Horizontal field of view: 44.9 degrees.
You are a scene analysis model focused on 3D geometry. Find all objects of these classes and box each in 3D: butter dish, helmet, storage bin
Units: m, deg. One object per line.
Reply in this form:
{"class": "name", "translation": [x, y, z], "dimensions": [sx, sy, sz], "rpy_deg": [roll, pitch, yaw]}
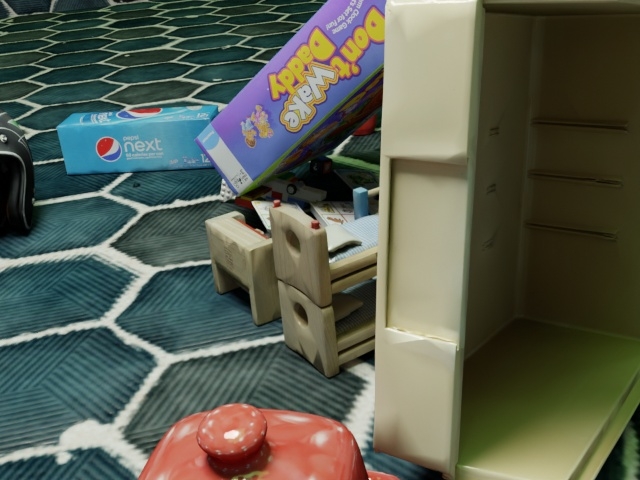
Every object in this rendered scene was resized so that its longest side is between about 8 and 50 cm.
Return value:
{"class": "butter dish", "translation": [-0.038, 0.138, 0.397], "dimensions": [0.160, 0.118, 0.160], "rpy_deg": [0, 25, 10]}
{"class": "helmet", "translation": [-0.404, -0.084, 0.869], "dimensions": [0.169, 0.162, 0.169], "rpy_deg": [-4, 26, 2]}
{"class": "storage bin", "translation": [0.140, -0.020, 0.476], "dimensions": [0.123, 0.263, 0.260], "rpy_deg": [10, 18, 31]}

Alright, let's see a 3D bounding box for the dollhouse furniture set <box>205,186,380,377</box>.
{"class": "dollhouse furniture set", "translation": [0.000, 0.000, 0.663], "dimensions": [0.129, 0.129, 0.183], "rpy_deg": [-20, 30, -29]}

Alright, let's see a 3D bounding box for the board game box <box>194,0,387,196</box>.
{"class": "board game box", "translation": [0.056, -0.198, 0.798], "dimensions": [0.347, 0.078, 0.233], "rpy_deg": [-38, -2, 35]}

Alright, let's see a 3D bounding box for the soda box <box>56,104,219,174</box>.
{"class": "soda box", "translation": [-0.243, -0.138, 1.060], "dimensions": [0.209, 0.071, 0.067], "rpy_deg": [-3, 26, 4]}

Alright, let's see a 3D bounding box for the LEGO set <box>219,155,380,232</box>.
{"class": "LEGO set", "translation": [-0.006, -0.041, 0.877], "dimensions": [0.182, 0.060, 0.244], "rpy_deg": [0, 24, -20]}

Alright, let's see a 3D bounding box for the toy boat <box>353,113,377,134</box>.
{"class": "toy boat", "translation": [0.154, -0.266, 1.168], "dimensions": [0.318, 0.148, 0.267], "rpy_deg": [-22, 31, -33]}
